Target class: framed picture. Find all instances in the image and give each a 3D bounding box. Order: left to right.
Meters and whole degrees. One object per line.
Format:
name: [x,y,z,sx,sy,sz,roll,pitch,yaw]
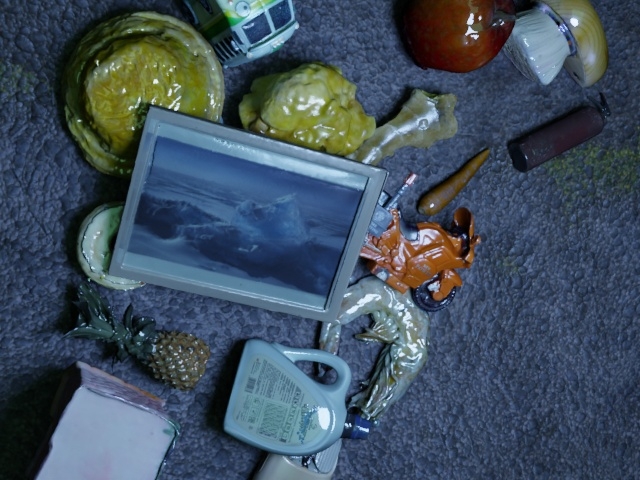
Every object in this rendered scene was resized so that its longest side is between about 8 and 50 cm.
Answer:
framed picture: [-0.132,-0.035,1.493,0.446,0.028,0.326,13,107,-14]

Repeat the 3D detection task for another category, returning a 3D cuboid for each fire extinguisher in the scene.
fire extinguisher: [0.535,-0.243,1.796,0.268,0.072,0.089,-27,65,-13]

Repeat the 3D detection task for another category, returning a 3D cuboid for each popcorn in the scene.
popcorn: [-0.026,-0.242,1.559,0.254,0.190,0.191,-14,91,-12]

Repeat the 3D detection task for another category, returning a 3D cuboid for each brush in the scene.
brush: [0.499,-0.404,1.732,0.166,0.174,0.266,-40,122,4]

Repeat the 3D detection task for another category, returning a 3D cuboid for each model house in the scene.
model house: [-0.392,0.357,1.465,0.202,0.237,0.237,23,91,-19]

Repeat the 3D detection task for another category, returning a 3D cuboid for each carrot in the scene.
carrot: [0.291,-0.126,1.741,0.216,0.048,0.048,-41,104,-15]

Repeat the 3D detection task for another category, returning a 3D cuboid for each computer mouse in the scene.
computer mouse: [-0.054,0.473,1.654,0.145,0.082,0.236,32,85,-16]

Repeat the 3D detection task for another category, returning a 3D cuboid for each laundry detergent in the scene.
laundry detergent: [-0.035,0.314,1.595,0.281,0.105,0.214,14,73,-1]

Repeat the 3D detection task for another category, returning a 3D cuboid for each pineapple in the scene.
pineapple: [-0.343,0.182,1.521,0.277,0.130,0.119,26,50,-17]

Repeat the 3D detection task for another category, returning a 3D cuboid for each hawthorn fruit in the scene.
hawthorn fruit: [0.281,-0.440,1.611,0.215,0.250,0.215,-9,106,-32]

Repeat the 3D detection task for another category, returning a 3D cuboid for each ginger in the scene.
ginger: [0.160,-0.202,1.679,0.294,0.086,0.131,-41,119,-2]

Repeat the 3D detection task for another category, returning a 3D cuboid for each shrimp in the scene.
shrimp: [0.100,0.237,1.689,0.247,0.085,0.360,24,81,-13]

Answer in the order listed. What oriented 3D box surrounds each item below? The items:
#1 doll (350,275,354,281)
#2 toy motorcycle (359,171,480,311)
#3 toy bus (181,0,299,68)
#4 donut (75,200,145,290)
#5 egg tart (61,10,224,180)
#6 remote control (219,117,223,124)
doll: [0.000,0.000,1.641,0.102,0.075,0.227,-43,115,-25]
toy motorcycle: [0.186,-0.007,1.638,0.326,0.148,0.221,35,97,-21]
toy bus: [-0.140,-0.405,1.468,0.134,0.276,0.164,-35,107,-11]
donut: [-0.372,0.009,1.532,0.175,0.068,0.174,-2,97,-18]
egg tart: [-0.324,-0.262,1.473,0.319,0.128,0.318,0,94,-4]
remote control: [-0.241,-0.142,1.572,0.087,0.047,0.244,8,92,-14]
